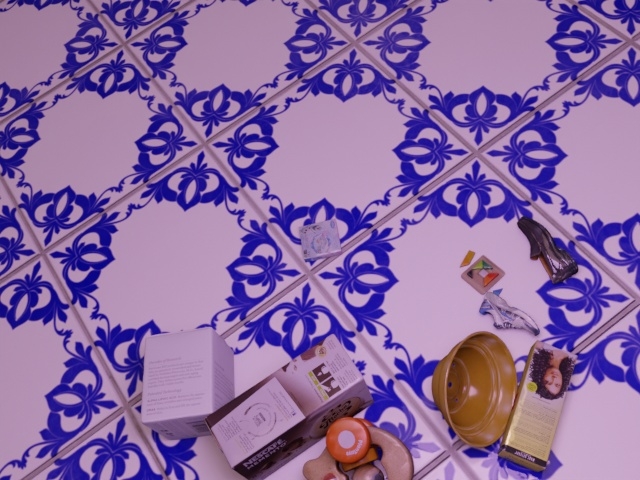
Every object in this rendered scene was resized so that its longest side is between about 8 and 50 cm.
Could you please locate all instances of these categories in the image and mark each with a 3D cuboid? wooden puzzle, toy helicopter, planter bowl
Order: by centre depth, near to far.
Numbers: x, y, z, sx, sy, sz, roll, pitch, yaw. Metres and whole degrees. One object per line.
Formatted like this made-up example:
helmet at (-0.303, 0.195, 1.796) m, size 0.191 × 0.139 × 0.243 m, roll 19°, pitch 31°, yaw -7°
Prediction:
toy helicopter at (0.042, 0.516, 1.328) m, size 0.235 × 0.140 × 0.355 m, roll 39°, pitch 86°, yaw 18°
planter bowl at (0.280, 0.283, 1.376) m, size 0.090 × 0.217 × 0.217 m, roll -6°, pitch 53°, yaw 50°
wooden puzzle at (0.352, 0.073, 1.548) m, size 0.116 × 0.014 × 0.078 m, roll 35°, pitch 74°, yaw 26°

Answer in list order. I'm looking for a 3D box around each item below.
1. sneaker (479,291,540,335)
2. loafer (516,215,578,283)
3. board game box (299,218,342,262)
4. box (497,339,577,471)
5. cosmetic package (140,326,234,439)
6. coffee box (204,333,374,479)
sneaker at (0.389, 0.165, 1.474) m, size 0.135 × 0.052 × 0.058 m, roll 33°, pitch 85°, yaw 30°
loafer at (0.474, 0.018, 1.526) m, size 0.061 × 0.062 × 0.170 m, roll -35°, pitch 59°, yaw -2°
board game box at (0.000, 0.000, 1.662) m, size 0.090 × 0.020 × 0.090 m, roll -13°, pitch 59°, yaw 6°
box at (0.417, 0.315, 1.366) m, size 0.087 × 0.058 × 0.232 m, roll 20°, pitch 68°, yaw 9°
cosmetic package at (-0.271, 0.299, 1.479) m, size 0.151 × 0.151 × 0.184 m, roll -10°, pitch 59°, yaw 7°
coffee box at (-0.055, 0.335, 1.403) m, size 0.297 × 0.168 × 0.119 m, roll -33°, pitch 60°, yaw -7°
